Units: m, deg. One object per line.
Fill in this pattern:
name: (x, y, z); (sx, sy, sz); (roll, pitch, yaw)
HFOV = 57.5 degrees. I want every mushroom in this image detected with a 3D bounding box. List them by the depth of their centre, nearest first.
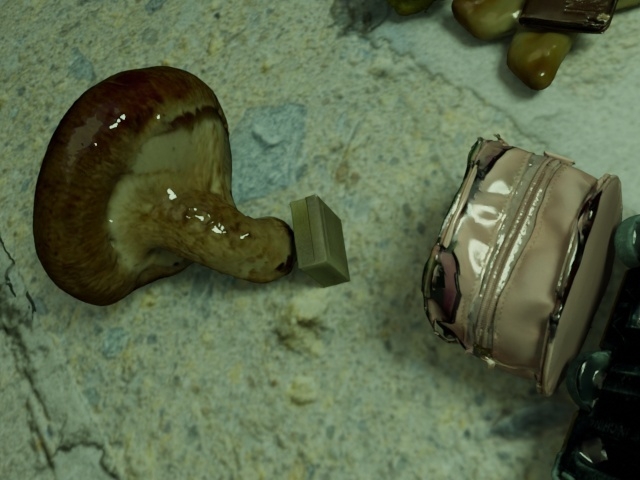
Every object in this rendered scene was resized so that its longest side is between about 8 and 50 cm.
mushroom: (-0.174, -0.064, 0.644); (0.254, 0.267, 0.267); (-9, 67, 18)

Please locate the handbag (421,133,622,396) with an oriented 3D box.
handbag: (0.179, 0.019, 0.513); (0.116, 0.179, 0.205); (17, 76, 33)

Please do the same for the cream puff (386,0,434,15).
cream puff: (0.117, -0.335, 0.710); (0.146, 0.146, 0.116); (-40, 101, 3)

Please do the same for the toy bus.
toy bus: (0.302, 0.090, 0.432); (0.167, 0.138, 0.275); (27, 79, -7)

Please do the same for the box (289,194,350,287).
box: (0.000, 0.000, 0.641); (0.035, 0.079, 0.083); (-16, 65, 17)

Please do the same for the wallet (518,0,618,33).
wallet: (0.284, -0.304, 0.624); (0.095, 0.026, 0.176); (18, 78, 23)

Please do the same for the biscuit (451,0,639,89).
biscuit: (0.276, -0.275, 0.657); (0.208, 0.047, 0.164); (-35, 60, 6)
